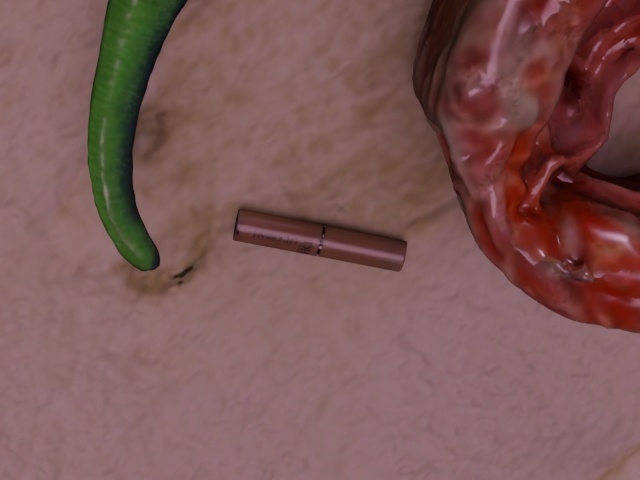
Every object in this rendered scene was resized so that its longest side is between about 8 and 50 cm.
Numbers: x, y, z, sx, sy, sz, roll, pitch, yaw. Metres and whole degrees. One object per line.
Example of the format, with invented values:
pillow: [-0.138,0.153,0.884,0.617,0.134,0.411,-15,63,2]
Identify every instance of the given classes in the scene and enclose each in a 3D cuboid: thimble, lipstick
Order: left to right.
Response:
lipstick: [0.000,0.000,0.837,0.094,0.019,0.019,11,108,-7]
thimble: [0.164,-0.075,0.745,0.239,0.162,0.239,-1,109,-4]

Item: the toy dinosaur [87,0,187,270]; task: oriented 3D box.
toy dinosaur: [0.080,-0.229,0.728,0.374,0.144,0.500,0,112,-12]
